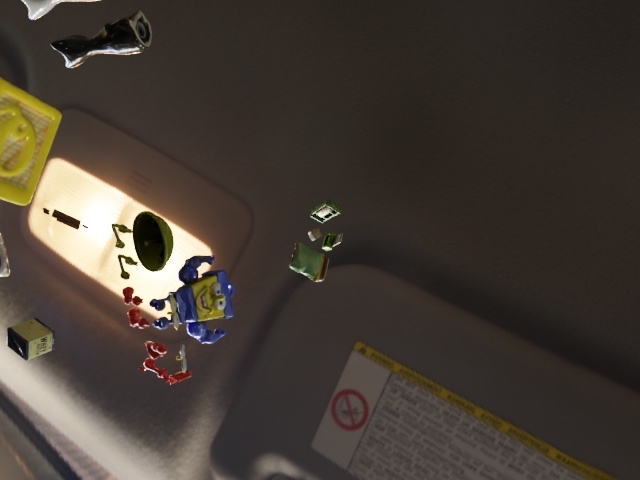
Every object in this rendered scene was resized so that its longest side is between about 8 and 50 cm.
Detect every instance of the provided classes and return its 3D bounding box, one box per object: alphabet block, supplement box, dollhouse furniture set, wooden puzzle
[{"bbox_3d":[-0.607,-0.188,1.235,0.197,0.193,0.192,19,-92,15],"label":"alphabet block"},{"bbox_3d":[-0.737,0.250,1.821,0.083,0.083,0.056,27,-61,27],"label":"supplement box"},{"bbox_3d":[0.000,0.000,1.389,0.076,0.152,0.058,31,-35,-25],"label":"dollhouse furniture set"},{"bbox_3d":[-0.439,-0.037,1.232,0.083,0.049,0.006,27,-83,-21],"label":"wooden puzzle"}]

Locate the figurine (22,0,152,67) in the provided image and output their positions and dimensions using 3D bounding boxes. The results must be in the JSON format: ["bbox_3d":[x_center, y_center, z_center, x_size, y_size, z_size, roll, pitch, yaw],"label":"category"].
[{"bbox_3d":[-0.493,-0.462,1.475,0.209,0.092,0.215,-13,-42,16],"label":"figurine"}]

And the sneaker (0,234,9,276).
[{"bbox_3d":[-0.844,0.029,1.827,0.170,0.071,0.068,54,-36,42],"label":"sneaker"}]

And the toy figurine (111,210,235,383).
[{"bbox_3d":[-0.290,0.103,1.558,0.191,0.217,0.362,-6,-83,46],"label":"toy figurine"}]
